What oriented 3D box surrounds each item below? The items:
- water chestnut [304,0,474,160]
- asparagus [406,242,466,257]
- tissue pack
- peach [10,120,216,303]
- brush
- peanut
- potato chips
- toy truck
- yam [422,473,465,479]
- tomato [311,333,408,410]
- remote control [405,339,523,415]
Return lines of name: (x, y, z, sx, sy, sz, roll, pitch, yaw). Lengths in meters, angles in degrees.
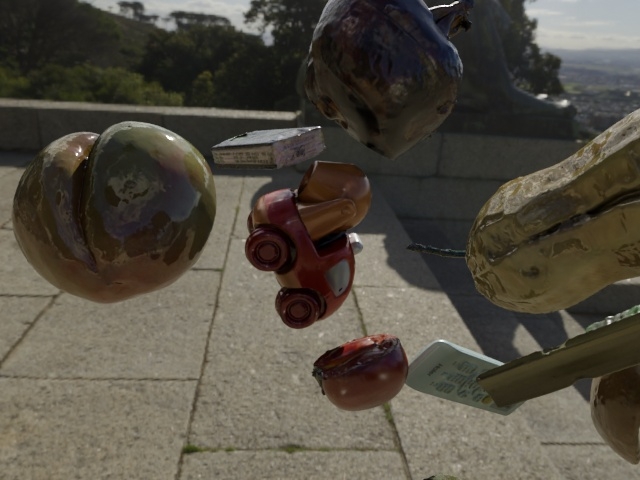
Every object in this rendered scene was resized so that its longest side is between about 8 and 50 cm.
water chestnut: (0.136, -0.343, 1.058, 0.335, 0.347, 0.335, 43, 5, -4)
asparagus: (0.189, 0.016, 0.821, 0.162, 0.016, 0.016, 6, 43, -24)
tissue pack: (-0.129, -0.222, 1.367, 0.235, 0.073, 0.173, 7, 26, 44)
peach: (-0.298, -0.039, 0.837, 0.291, 0.248, 0.292, 0, 55, 0)
brush: (0.297, 0.131, 0.653, 0.054, 0.282, 0.048, 50, 45, 1)
peanut: (0.224, -0.018, 0.461, 0.130, 0.130, 0.290, -12, -16, -35)
potato chips: (0.441, 0.232, 0.850, 0.061, 0.196, 0.208, 1, -13, 19)
toy truck: (0.000, 0.000, 1.005, 0.239, 0.265, 0.189, -24, 21, 4)
yam: (0.164, 0.325, 0.600, 0.183, 0.107, 0.107, 43, 14, -15)
tomato: (0.064, 0.202, 0.831, 0.138, 0.091, 0.159, -22, 1, -12)
remote control: (0.265, 0.233, 0.968, 0.293, 0.103, 0.051, 26, 27, -32)
